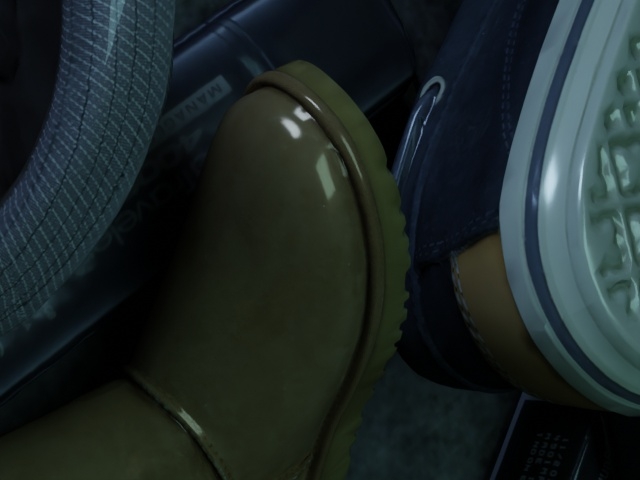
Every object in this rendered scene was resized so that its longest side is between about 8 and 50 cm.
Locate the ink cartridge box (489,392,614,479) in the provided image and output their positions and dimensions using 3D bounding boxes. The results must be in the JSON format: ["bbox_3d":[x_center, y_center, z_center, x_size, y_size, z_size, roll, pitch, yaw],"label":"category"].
[{"bbox_3d":[0.241,0.156,0.989,0.371,0.069,0.176,34,70,-33],"label":"ink cartridge box"}]

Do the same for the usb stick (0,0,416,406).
[{"bbox_3d":[-0.068,-0.028,0.778,0.278,0.045,0.077,-39,101,-30],"label":"usb stick"}]

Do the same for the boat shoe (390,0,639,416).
[{"bbox_3d":[0.156,-0.131,0.885,0.187,0.156,0.500,41,55,-24],"label":"boat shoe"}]

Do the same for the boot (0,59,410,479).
[{"bbox_3d":[-0.098,0.079,0.681,0.269,0.089,0.236,-25,136,-34],"label":"boot"}]

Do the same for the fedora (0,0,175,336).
[{"bbox_3d":[-0.145,-0.099,0.653,0.275,0.244,0.124,56,22,8],"label":"fedora"}]

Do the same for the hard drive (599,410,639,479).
[{"bbox_3d":[0.288,0.115,0.945,0.339,0.064,0.237,-22,101,-34],"label":"hard drive"}]
